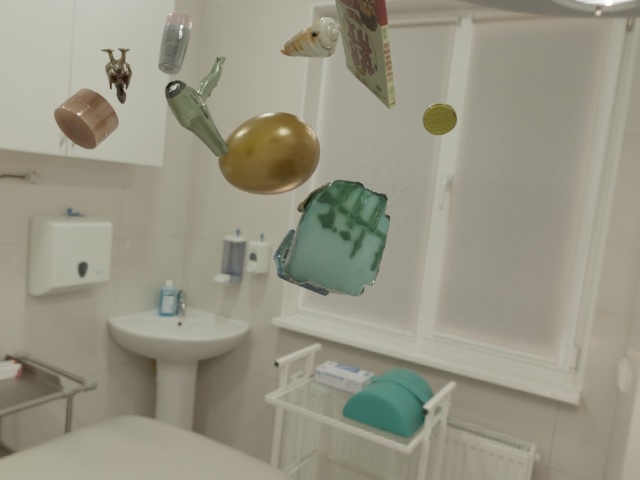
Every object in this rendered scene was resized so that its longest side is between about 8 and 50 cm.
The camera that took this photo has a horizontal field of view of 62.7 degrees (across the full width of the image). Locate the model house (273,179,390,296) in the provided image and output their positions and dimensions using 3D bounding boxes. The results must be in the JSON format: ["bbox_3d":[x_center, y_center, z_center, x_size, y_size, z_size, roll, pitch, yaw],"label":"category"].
[{"bbox_3d":[0.000,0.000,1.468,0.251,0.295,0.329,19,-10,-19],"label":"model house"}]

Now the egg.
[{"bbox_3d":[-0.157,-0.265,1.628,0.322,0.250,0.250,-18,13,-15],"label":"egg"}]

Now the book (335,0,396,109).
[{"bbox_3d":[0.071,-0.353,0.880,0.022,0.232,0.162,-27,53,-8],"label":"book"}]

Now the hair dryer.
[{"bbox_3d":[-0.278,-0.325,1.328,0.088,0.219,0.225,5,37,29],"label":"hair dryer"}]

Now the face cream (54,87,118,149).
[{"bbox_3d":[-0.691,-0.359,1.553,0.149,0.149,0.104,9,50,28],"label":"face cream"}]

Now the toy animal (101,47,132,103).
[{"bbox_3d":[-0.640,-0.516,1.672,0.089,0.179,0.188,-8,27,-21],"label":"toy animal"}]

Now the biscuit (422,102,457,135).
[{"bbox_3d":[0.294,-0.298,1.292,0.083,0.084,0.023,6,42,2],"label":"biscuit"}]

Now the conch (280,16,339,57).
[{"bbox_3d":[-0.025,-0.718,1.935,0.255,0.127,0.158,-11,26,51],"label":"conch"}]

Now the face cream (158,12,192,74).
[{"bbox_3d":[-0.453,-0.612,1.630,0.084,0.199,0.057,6,-21,-2],"label":"face cream"}]
